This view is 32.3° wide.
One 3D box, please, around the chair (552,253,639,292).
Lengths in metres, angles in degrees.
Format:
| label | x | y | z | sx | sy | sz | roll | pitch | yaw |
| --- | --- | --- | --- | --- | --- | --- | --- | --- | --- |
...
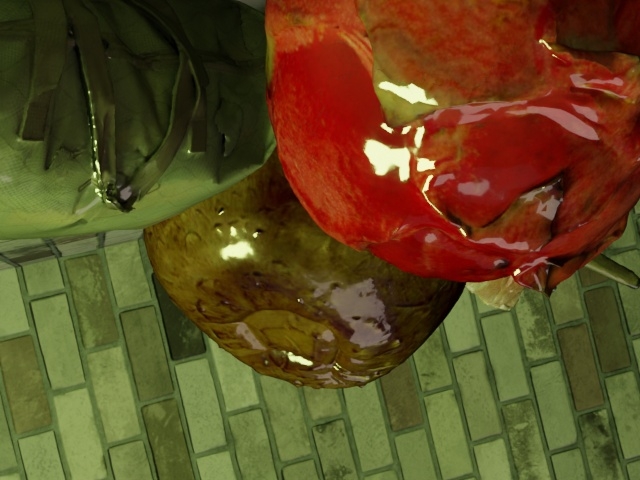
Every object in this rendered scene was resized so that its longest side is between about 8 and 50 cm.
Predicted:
| label | x | y | z | sx | sy | sz | roll | pitch | yaw |
| --- | --- | --- | --- | --- | --- | --- | --- | --- | --- |
| chair | 0.106 | -0.085 | 0.809 | 0.272 | 0.166 | 0.188 | 21 | 173 | -8 |

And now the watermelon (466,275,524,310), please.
| label | x | y | z | sx | sy | sz | roll | pitch | yaw |
| --- | --- | --- | --- | --- | --- | --- | --- | --- | --- |
| watermelon | 0.183 | -0.086 | 1.282 | 0.222 | 0.319 | 0.292 | -42 | -146 | 13 |

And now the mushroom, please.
| label | x | y | z | sx | sy | sz | roll | pitch | yaw |
| --- | --- | --- | --- | --- | --- | --- | --- | --- | --- |
| mushroom | -0.004 | 0.014 | 0.697 | 0.194 | 0.138 | 0.231 | -5 | 151 | 46 |

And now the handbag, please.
| label | x | y | z | sx | sy | sz | roll | pitch | yaw |
| --- | --- | --- | --- | --- | --- | --- | --- | --- | --- |
| handbag | -0.122 | -0.058 | 0.494 | 0.182 | 0.117 | 0.270 | -27 | 167 | 34 |

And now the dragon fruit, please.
| label | x | y | z | sx | sy | sz | roll | pitch | yaw |
| --- | --- | --- | --- | --- | --- | --- | --- | --- | --- |
| dragon fruit | 0.061 | -0.068 | 0.419 | 0.172 | 0.172 | 0.210 | -13 | 140 | -21 |
